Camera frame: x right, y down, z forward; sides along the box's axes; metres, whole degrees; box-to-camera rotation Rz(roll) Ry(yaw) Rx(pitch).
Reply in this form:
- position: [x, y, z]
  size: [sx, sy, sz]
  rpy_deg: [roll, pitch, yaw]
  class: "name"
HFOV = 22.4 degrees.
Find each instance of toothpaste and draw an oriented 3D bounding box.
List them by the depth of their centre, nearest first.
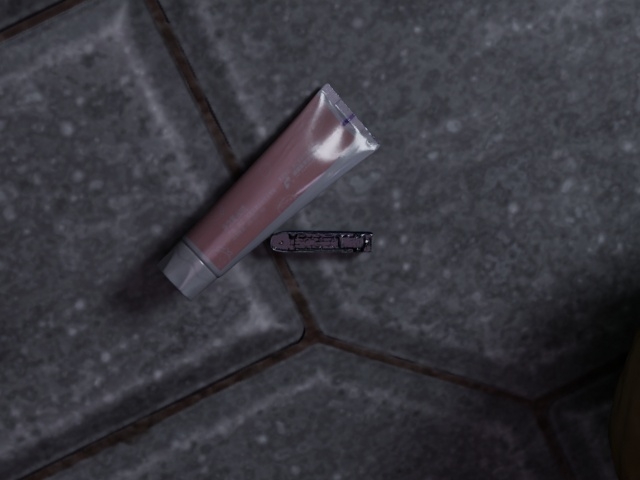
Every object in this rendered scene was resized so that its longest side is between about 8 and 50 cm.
- position: [-0.045, -0.034, 1.264]
  size: [0.194, 0.043, 0.067]
  rpy_deg: [-43, 105, -3]
  class: "toothpaste"

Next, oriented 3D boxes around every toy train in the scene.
- position: [0.000, 0.000, 1.290]
  size: [0.083, 0.017, 0.017]
  rpy_deg: [1, 103, -10]
  class: "toy train"

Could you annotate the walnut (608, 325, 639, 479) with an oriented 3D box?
- position: [0.403, 0.123, 1.236]
  size: [0.381, 0.381, 0.381]
  rpy_deg: [-3, 106, -9]
  class: "walnut"
